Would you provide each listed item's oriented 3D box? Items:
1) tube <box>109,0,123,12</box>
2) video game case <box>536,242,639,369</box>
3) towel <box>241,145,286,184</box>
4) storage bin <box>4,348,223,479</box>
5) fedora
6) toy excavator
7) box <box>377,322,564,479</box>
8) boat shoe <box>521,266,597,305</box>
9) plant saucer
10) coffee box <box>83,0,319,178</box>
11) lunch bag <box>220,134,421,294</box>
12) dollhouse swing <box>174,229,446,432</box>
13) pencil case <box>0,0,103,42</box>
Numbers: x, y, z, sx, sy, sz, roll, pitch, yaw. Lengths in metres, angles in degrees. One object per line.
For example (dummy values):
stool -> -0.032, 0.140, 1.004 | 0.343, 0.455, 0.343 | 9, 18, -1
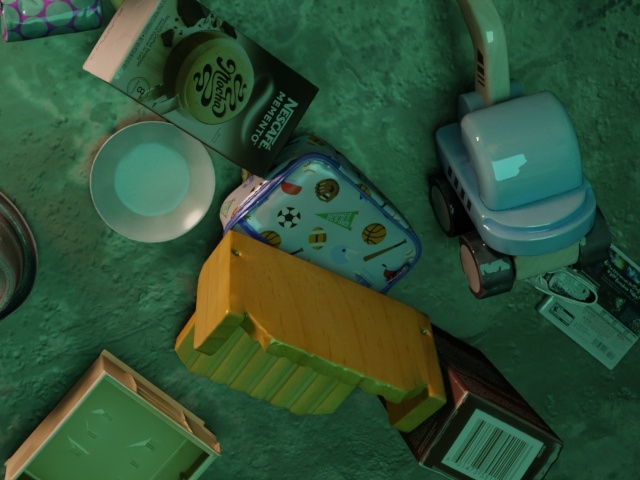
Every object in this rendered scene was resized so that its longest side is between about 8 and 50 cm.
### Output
tube -> -0.302, -0.396, 1.797 | 0.062, 0.070, 0.240 | -28, 109, 8
video game case -> 0.500, 0.109, 2.141 | 0.190, 0.022, 0.173 | 38, 95, -18
towel -> -0.075, -0.081, 1.953 | 0.110, 0.027, 0.148 | -6, 113, -12
storage bin -> -0.335, 0.362, 1.973 | 0.260, 0.123, 0.262 | 40, 94, -19
fedora -> -0.559, 0.029, 1.828 | 0.244, 0.124, 0.275 | -45, 110, 2
toy excavator -> 0.279, -0.203, 1.879 | 0.222, 0.433, 0.445 | -15, 136, -8
box -> 0.209, 0.256, 1.927 | 0.191, 0.381, 0.143 | 29, 100, -18
boat shoe -> 0.388, 0.063, 2.068 | 0.184, 0.063, 0.066 | 32, 95, -5
plant saucer -> -0.263, -0.094, 1.905 | 0.194, 0.037, 0.195 | -3, 105, -11
coffee box -> -0.172, -0.240, 1.795 | 0.297, 0.119, 0.168 | 31, 90, -35
lunch bag -> 0.000, 0.000, 1.930 | 0.243, 0.115, 0.303 | -42, 117, 10
dollhouse swing -> -0.049, 0.205, 1.848 | 0.346, 0.315, 0.305 | 24, 117, -16
pencil case -> -0.397, -0.336, 1.793 | 0.151, 0.064, 0.070 | -9, 72, -11
